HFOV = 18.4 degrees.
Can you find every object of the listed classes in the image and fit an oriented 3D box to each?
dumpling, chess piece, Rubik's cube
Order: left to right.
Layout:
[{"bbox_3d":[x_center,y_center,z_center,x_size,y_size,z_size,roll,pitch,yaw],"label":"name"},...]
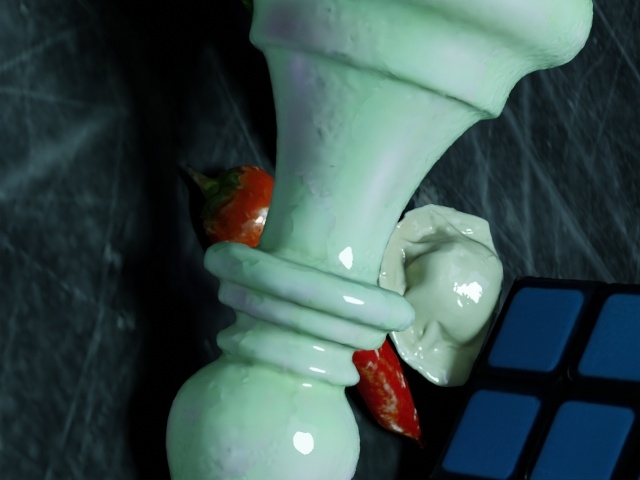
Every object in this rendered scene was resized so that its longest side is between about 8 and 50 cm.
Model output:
[{"bbox_3d":[0.000,0.000,0.713,0.139,0.139,0.272,17,91,-53],"label":"chess piece"},{"bbox_3d":[0.051,0.023,0.883,0.052,0.057,0.076,-108,-146,-88],"label":"dumpling"},{"bbox_3d":[0.150,0.123,0.830,0.163,0.162,0.161,43,64,-39],"label":"Rubik's cube"}]

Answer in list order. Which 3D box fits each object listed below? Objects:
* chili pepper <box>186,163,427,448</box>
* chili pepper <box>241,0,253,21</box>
[{"bbox_3d":[0.002,0.030,0.812,0.178,0.027,0.045,55,35,-28],"label":"chili pepper"},{"bbox_3d":[-0.065,-0.120,0.749,0.279,0.065,0.122,28,54,-50],"label":"chili pepper"}]
